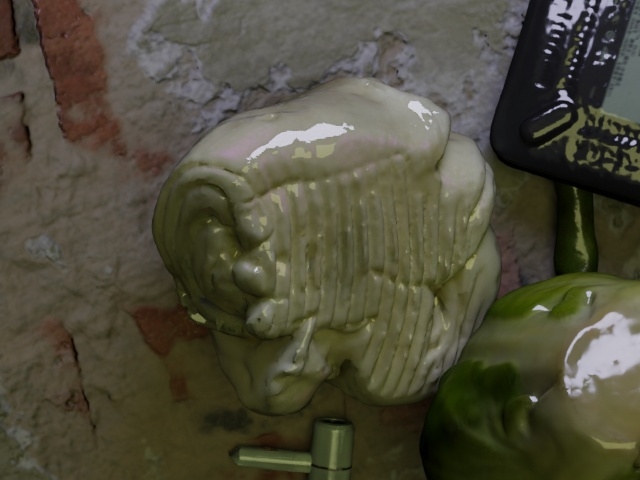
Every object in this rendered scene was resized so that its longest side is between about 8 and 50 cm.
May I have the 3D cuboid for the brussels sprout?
[{"bbox_3d":[0.249,0.190,1.359,0.276,0.371,0.315,-31,56,-19],"label":"brussels sprout"}]

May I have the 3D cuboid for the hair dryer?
[{"bbox_3d":[-0.033,0.236,1.569,0.137,0.047,0.082,4,95,1],"label":"hair dryer"}]

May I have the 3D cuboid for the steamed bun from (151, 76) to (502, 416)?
[{"bbox_3d":[0.000,0.000,1.452,0.352,0.247,0.339,-17,115,-21],"label":"steamed bun"}]

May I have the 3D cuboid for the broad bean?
[{"bbox_3d":[0.284,-0.002,1.573,0.053,0.052,0.256,-3,95,-47],"label":"broad bean"}]

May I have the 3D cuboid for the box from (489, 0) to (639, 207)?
[{"bbox_3d":[0.348,-0.185,1.513,0.289,0.073,0.290,18,88,8],"label":"box"}]
